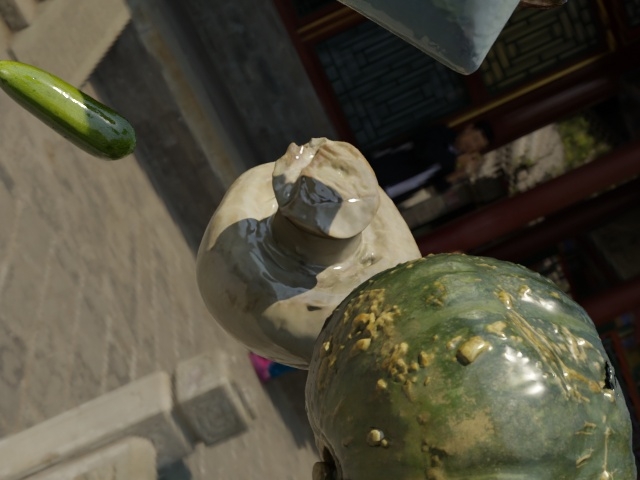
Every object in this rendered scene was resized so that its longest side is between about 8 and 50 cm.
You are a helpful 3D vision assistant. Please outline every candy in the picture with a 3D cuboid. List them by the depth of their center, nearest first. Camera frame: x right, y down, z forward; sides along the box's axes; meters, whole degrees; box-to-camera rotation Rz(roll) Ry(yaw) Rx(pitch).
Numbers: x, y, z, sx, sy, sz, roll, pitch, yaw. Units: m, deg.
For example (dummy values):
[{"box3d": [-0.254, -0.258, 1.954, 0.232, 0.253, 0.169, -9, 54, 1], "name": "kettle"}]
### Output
[{"box3d": [0.108, -0.259, 0.962, 0.174, 0.138, 0.071, 31, 7, -1], "name": "candy"}]

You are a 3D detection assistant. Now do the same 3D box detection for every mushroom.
[{"box3d": [0.000, 0.000, 1.222, 0.290, 0.298, 0.297, 110, -33, -46], "name": "mushroom"}]

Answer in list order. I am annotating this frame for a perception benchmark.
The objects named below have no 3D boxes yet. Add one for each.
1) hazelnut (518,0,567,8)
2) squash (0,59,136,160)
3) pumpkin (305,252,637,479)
[{"box3d": [0.260, -0.361, 1.237, 0.150, 0.150, 0.150, -25, 90, -86], "name": "hazelnut"}, {"box3d": [-0.324, -0.164, 1.249, 0.201, 0.066, 0.066, 30, 17, -18], "name": "squash"}, {"box3d": [0.121, 0.176, 0.834, 0.291, 0.257, 0.327, -136, -139, -77], "name": "pumpkin"}]
